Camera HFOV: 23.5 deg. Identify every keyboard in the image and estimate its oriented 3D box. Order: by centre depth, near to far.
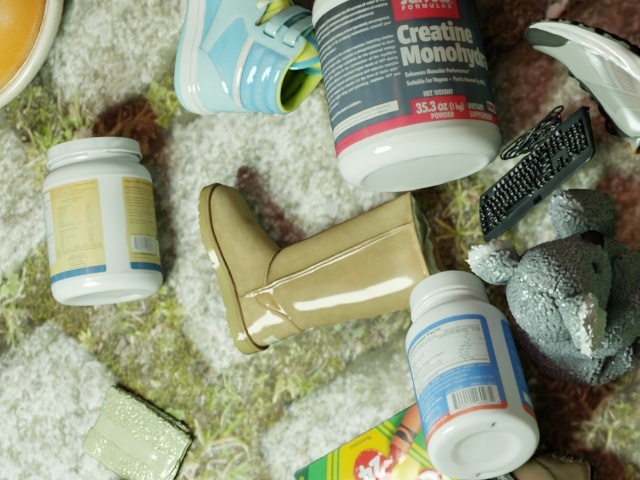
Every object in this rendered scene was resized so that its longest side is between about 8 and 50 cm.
[{"bbox_3d":[0.232,-0.084,1.742,0.192,0.038,0.100,-44,35,40],"label":"keyboard"}]

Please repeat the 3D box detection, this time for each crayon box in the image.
[{"bbox_3d":[0.124,0.365,1.775,0.202,0.081,0.318,-33,71,21],"label":"crayon box"}]

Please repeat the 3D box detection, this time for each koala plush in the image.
[{"bbox_3d":[0.268,0.060,1.646,0.196,0.221,0.203,38,103,26],"label":"koala plush"}]

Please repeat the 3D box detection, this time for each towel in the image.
[{"bbox_3d":[-0.241,0.264,2.014,0.148,0.027,0.110,30,98,28],"label":"towel"}]

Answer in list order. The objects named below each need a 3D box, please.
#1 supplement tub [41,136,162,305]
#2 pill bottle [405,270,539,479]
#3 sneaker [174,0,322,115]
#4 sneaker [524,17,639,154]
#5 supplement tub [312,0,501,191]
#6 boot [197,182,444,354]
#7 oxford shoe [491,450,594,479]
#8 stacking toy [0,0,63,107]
[{"bbox_3d":[-0.285,-0.023,1.998,0.144,0.144,0.199,-12,79,27],"label":"supplement tub"},{"bbox_3d":[0.162,0.145,1.719,0.124,0.124,0.221,-31,43,22],"label":"pill bottle"},{"bbox_3d":[-0.060,-0.304,1.919,0.208,0.127,0.318,12,100,31],"label":"sneaker"},{"bbox_3d":[0.333,-0.166,1.705,0.271,0.100,0.108,35,107,27],"label":"sneaker"},{"bbox_3d":[0.095,-0.207,1.782,0.191,0.191,0.272,-16,77,26],"label":"supplement tub"},{"bbox_3d":[0.000,0.000,1.882,0.270,0.089,0.236,-22,79,22],"label":"boot"},{"bbox_3d":[0.258,0.270,1.725,0.096,0.083,0.227,-45,62,-8],"label":"oxford shoe"},{"bbox_3d":[-0.600,-0.355,2.011,0.351,0.480,0.350,-3,84,28],"label":"stacking toy"}]
